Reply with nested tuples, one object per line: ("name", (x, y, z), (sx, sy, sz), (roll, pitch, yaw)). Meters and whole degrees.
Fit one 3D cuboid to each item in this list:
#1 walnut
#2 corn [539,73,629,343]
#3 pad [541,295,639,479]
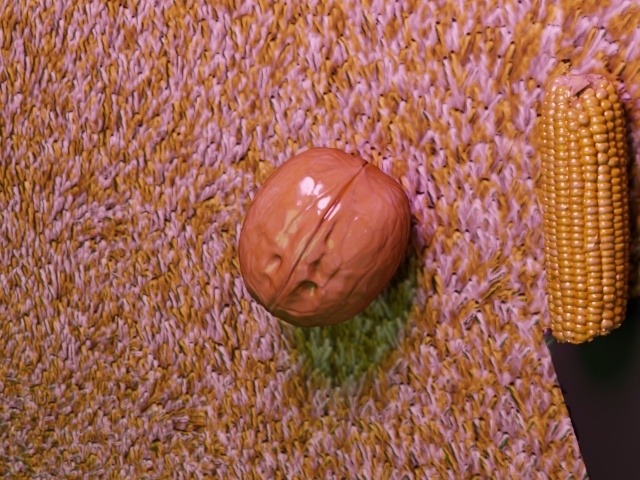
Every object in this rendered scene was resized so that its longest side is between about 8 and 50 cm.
("walnut", (0.000, 0.000, 1.549), (0.165, 0.165, 0.197), (48, 119, 19))
("corn", (0.245, -0.029, 1.391), (0.081, 0.081, 0.248), (4, 102, 39))
("pad", (0.357, 0.222, 1.389), (0.247, 0.007, 0.368), (-23, 81, 40))
